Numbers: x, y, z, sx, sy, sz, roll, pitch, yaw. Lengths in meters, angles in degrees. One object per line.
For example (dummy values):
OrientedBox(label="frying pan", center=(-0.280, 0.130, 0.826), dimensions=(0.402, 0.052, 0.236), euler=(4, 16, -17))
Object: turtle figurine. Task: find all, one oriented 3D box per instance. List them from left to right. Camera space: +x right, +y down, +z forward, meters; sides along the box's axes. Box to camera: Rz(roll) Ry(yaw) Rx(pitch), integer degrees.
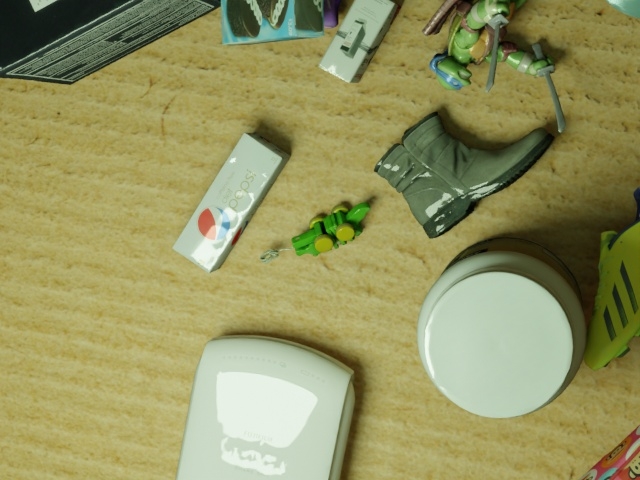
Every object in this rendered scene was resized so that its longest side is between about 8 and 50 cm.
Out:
OrientedBox(label="turtle figurine", center=(0.293, -0.311, 1.841), dimensions=(0.197, 0.274, 0.266), euler=(22, 96, -27))

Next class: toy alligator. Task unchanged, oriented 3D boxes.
OrientedBox(label="toy alligator", center=(0.000, 0.000, 1.997), dimensions=(0.189, 0.056, 0.051), euler=(-28, 131, 12))

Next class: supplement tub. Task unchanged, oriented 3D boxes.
OrientedBox(label="supplement tub", center=(0.256, 0.119, 1.824), dimensions=(0.228, 0.316, 0.228), euler=(1, 95, 10))

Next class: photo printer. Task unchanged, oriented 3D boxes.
OrientedBox(label="photo printer", center=(-0.085, 0.304, 2.011), dimensions=(0.256, 0.107, 0.308), euler=(13, 98, 9))

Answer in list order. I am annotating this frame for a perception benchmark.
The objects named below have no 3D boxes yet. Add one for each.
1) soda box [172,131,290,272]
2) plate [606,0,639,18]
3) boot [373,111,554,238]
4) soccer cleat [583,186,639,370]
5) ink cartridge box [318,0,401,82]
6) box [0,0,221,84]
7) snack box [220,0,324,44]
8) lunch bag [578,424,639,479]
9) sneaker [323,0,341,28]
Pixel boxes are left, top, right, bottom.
OrientedBox(label="soda box", center=(-0.137, -0.059, 2.005), dimensions=(0.074, 0.069, 0.216), euler=(34, 101, 6))
OrientedBox(label="plate", center=(0.482, -0.414, 1.879), dimensions=(0.188, 0.024, 0.188), euler=(1, 97, 10))
OrientedBox(label="boot", center=(0.209, -0.130, 1.932), dimensions=(0.246, 0.083, 0.161), euler=(-37, 83, 10))
OrientedBox(label="soccer cleat", center=(0.431, 0.052, 1.858), dimensions=(0.121, 0.093, 0.289), euler=(34, 71, -4))
OrientedBox(label="ink cartridge box", center=(0.059, -0.303, 1.929), dimensions=(0.056, 0.099, 0.135), euler=(31, 101, 5))
OrientedBox(label="box", center=(-0.337, -0.370, 1.895), dimensions=(0.296, 0.294, 0.183), euler=(-25, 88, 11))
OrientedBox(label="snack box", center=(-0.077, -0.454, 1.906), dimensions=(0.187, 0.060, 0.322), euler=(4, 98, 51))
OrientedBox(label="lunch bag", center=(0.514, 0.412, 1.906), dimensions=(0.293, 0.120, 0.258), euler=(-45, 87, 11))
OrientedBox(label="sneaker", center=(0.038, -0.431, 1.928), dimensions=(0.104, 0.095, 0.237), euler=(6, 96, 2))
